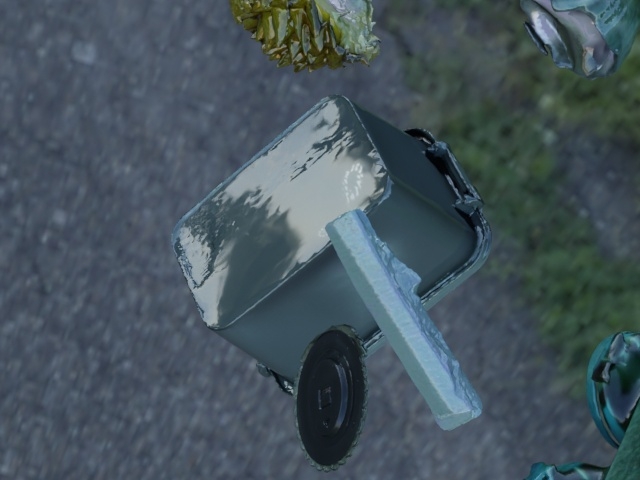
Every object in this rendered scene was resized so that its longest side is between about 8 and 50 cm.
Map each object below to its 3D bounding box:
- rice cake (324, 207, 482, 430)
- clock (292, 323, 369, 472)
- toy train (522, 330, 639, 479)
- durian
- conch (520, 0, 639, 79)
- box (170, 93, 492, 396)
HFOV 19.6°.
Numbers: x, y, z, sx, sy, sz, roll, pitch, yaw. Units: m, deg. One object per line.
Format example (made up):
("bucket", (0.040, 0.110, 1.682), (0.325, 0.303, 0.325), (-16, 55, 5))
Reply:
("rice cake", (0.064, 0.056, 1.365), (0.180, 0.042, 0.030), (59, 24, -4))
("clock", (0.006, 0.089, 1.045), (0.010, 0.074, 0.083), (13, 61, -32))
("toy train", (0.201, 0.132, 0.918), (0.163, 0.112, 0.203), (47, 56, -23))
("durian", (-0.023, -0.183, 1.122), (0.140, 0.078, 0.224), (42, 31, -20))
("conch", (0.248, -0.296, 1.887), (0.195, 0.277, 0.220), (-20, 64, -24))
("box", (0.000, 0.000, 1.527), (0.135, 0.243, 0.163), (31, 26, -48))
